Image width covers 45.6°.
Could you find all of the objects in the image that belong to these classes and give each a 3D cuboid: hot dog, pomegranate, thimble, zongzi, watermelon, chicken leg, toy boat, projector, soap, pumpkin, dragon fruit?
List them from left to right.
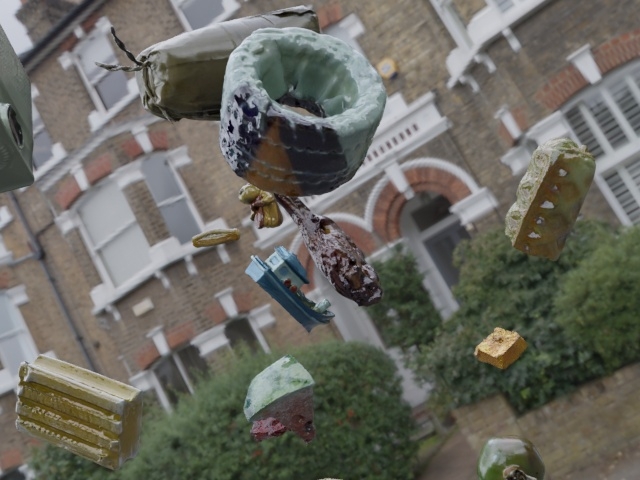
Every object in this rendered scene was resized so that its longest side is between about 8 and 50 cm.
[{"bbox_3d":[-0.461,-0.150,0.939,0.177,0.242,0.163,-15,-41,-4],"label":"projector"},{"bbox_3d":[-0.518,0.362,1.626,0.089,0.274,0.173,-25,-53,-64],"label":"soap"},{"bbox_3d":[-0.279,-0.349,1.763,0.500,0.218,0.467,-19,0,-25],"label":"zongzi"},{"bbox_3d":[-0.269,-0.010,1.963,0.137,0.044,0.028,-12,8,22],"label":"hot dog"},{"bbox_3d":[-0.091,0.407,1.703,0.131,0.097,0.063,0,-4,9],"label":"dragon fruit"},{"bbox_3d":[-0.046,0.272,1.343,0.158,0.098,0.121,33,-75,-32],"label":"watermelon"},{"bbox_3d":[-0.033,-0.185,1.064,0.237,0.237,0.150,-23,-27,-29],"label":"thimble"},{"bbox_3d":[-0.048,0.103,1.570,0.098,0.109,0.238,-45,-54,-4],"label":"toy boat"},{"bbox_3d":[0.000,0.000,1.670,0.096,0.407,0.158,-44,-29,10],"label":"chicken leg"},{"bbox_3d":[0.367,0.223,1.546,0.083,0.054,0.074,-37,30,-22],"label":"pumpkin"},{"bbox_3d":[0.508,0.612,2.009,0.182,0.181,0.224,-30,0,3],"label":"pomegranate"}]

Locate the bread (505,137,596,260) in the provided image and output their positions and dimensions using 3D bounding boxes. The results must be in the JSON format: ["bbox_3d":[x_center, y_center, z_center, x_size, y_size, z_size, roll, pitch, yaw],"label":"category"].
[{"bbox_3d":[0.437,-0.084,1.459,0.088,0.128,0.231,3,-70,-62],"label":"bread"}]

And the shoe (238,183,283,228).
[{"bbox_3d":[-0.125,-0.074,1.603,0.072,0.109,0.069,-17,4,44],"label":"shoe"}]

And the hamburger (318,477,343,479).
[{"bbox_3d":[0.015,0.607,1.754,0.176,0.102,0.087,-16,15,38],"label":"hamburger"}]
